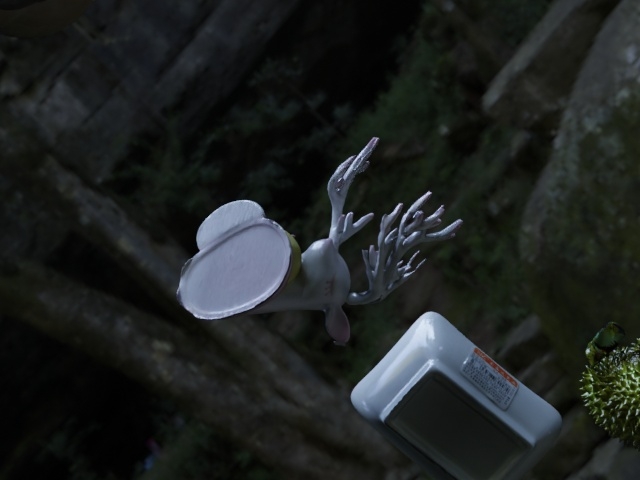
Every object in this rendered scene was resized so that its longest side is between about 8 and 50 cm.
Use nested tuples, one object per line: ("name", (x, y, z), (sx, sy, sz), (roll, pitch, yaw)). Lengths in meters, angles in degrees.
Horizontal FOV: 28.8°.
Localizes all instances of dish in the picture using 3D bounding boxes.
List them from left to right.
("dish", (0.153, 0.202, 1.390), (0.151, 0.212, 0.077), (-49, 6, 15))

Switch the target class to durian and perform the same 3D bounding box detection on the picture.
("durian", (0.434, 0.207, 1.619), (0.159, 0.198, 0.146), (-102, 23, -49))

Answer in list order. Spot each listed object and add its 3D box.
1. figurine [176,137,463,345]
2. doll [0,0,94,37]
("figurine", (0.007, 0.012, 1.680), (0.316, 0.206, 0.284), (6, -60, -56))
("doll", (-0.216, -0.281, 1.080), (0.330, 0.174, 0.235), (3, 73, 51))
